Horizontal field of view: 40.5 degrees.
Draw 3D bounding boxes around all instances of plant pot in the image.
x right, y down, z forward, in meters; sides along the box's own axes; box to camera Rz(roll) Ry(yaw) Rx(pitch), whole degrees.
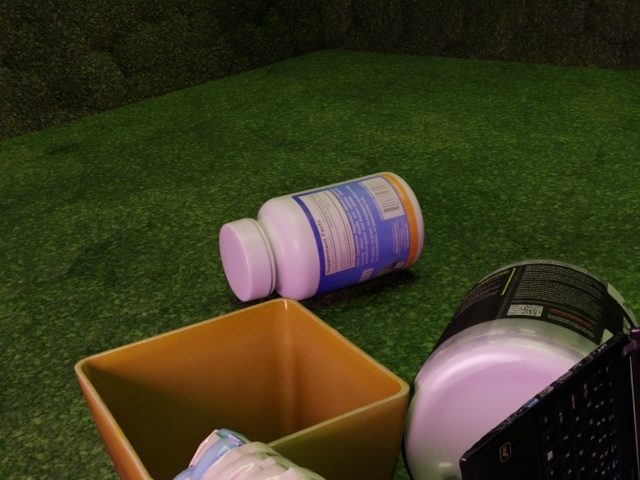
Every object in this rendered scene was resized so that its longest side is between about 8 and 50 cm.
[{"bbox_3d":[-0.064,0.194,0.738,0.212,0.187,0.212,-15,24,-26],"label":"plant pot"}]

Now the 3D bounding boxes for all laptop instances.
[{"bbox_3d":[0.238,0.189,0.561,0.264,0.234,0.136,-26,25,-33],"label":"laptop"}]

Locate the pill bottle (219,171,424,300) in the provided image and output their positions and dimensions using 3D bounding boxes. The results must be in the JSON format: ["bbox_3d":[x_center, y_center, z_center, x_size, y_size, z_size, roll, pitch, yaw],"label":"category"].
[{"bbox_3d":[0.000,0.000,1.251,0.272,0.152,0.152,-16,24,-23],"label":"pill bottle"}]

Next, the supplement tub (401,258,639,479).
[{"bbox_3d":[0.199,0.130,0.804,0.193,0.194,0.316,3,15,19],"label":"supplement tub"}]

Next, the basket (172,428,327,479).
[{"bbox_3d":[-0.012,0.260,0.489,0.255,0.201,0.289,-44,36,-11],"label":"basket"}]
